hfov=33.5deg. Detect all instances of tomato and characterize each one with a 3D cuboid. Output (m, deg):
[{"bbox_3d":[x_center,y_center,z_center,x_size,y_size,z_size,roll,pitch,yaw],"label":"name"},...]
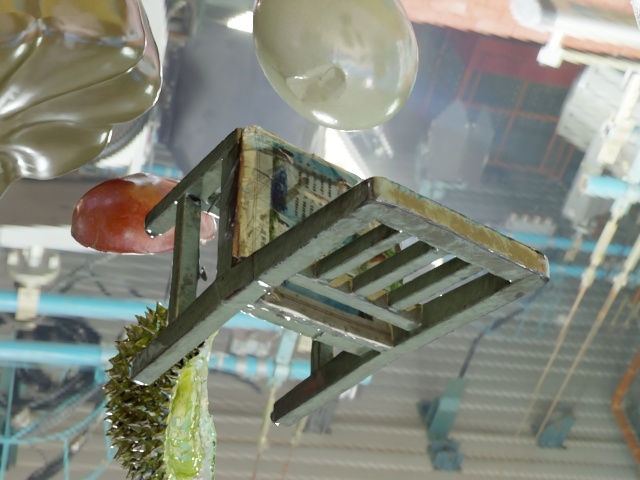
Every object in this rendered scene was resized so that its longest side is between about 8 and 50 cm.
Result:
[{"bbox_3d":[-0.187,-0.036,1.140,0.156,0.069,0.155,2,-164,-1],"label":"tomato"}]

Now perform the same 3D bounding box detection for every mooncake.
[{"bbox_3d":[-0.320,-0.149,0.882,0.378,0.378,0.200,-15,-99,-39],"label":"mooncake"}]

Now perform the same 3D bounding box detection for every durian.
[{"bbox_3d":[-0.238,0.258,1.649,0.169,0.351,0.158,-9,-163,-42],"label":"durian"}]

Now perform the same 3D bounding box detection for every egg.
[{"bbox_3d":[0.021,-0.276,1.490,0.269,0.219,0.219,44,-156,-27],"label":"egg"}]

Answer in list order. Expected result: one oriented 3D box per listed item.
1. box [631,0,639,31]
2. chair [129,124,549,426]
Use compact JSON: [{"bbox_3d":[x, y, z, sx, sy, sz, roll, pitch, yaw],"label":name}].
[{"bbox_3d":[0.254,-0.197,0.773,0.048,0.273,0.265,-17,-171,13],"label":"box"},{"bbox_3d":[0.000,0.000,0.682,0.136,0.270,0.147,22,-130,-28],"label":"chair"}]
